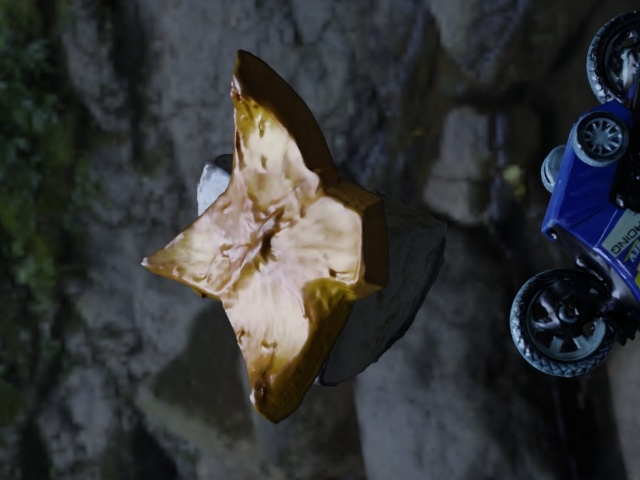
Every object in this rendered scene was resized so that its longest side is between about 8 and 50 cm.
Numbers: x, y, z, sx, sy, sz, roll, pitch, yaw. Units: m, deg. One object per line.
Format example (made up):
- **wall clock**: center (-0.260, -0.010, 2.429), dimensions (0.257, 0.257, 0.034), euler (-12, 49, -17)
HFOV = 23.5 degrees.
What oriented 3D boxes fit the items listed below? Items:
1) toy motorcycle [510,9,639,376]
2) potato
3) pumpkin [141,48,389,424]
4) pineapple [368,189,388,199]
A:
- **toy motorcycle**: center (0.259, -0.032, 1.188), dimensions (0.113, 0.169, 0.315), euler (110, 179, -77)
- **potato**: center (-0.016, 0.026, 1.869), dimensions (0.264, 0.211, 0.189), euler (30, 116, 27)
- **pumpkin**: center (-0.048, -0.003, 1.573), dimensions (0.258, 0.095, 0.290), euler (44, 119, 26)
- **pineapple**: center (0.024, -0.014, 2.008), dimensions (0.074, 0.159, 0.074), euler (28, 129, 42)
